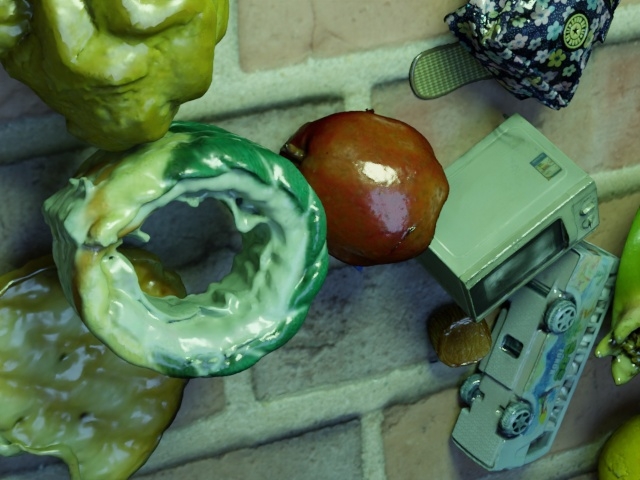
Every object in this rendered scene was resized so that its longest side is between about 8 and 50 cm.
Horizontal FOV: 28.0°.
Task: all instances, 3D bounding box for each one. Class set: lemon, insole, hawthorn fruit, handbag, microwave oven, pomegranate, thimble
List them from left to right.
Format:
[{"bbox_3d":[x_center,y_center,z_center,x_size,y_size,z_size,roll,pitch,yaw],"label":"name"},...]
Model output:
[{"bbox_3d":[-0.143,0.006,1.341,0.288,0.167,0.254,11,97,-27],"label":"thimble"},{"bbox_3d":[0.041,-0.067,1.469,0.202,0.185,0.185,27,98,-23],"label":"hawthorn fruit"},{"bbox_3d":[0.219,-0.025,1.585,0.205,0.163,0.129,-37,147,-7],"label":"microwave oven"},{"bbox_3d":[0.220,-0.235,1.588,0.253,0.005,0.086,-23,120,-16],"label":"insole"},{"bbox_3d":[0.268,-0.279,1.515,0.228,0.126,0.208,32,86,-44],"label":"handbag"},{"bbox_3d":[0.498,0.340,1.891,0.173,0.173,0.206,38,91,-34],"label":"lemon"},{"bbox_3d":[0.508,0.079,1.696,0.358,0.216,0.310,-48,147,-45],"label":"pomegranate"}]

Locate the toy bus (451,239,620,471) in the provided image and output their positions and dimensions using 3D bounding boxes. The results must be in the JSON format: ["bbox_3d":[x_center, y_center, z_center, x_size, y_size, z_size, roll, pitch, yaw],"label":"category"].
[{"bbox_3d":[0.294,0.151,1.744,0.136,0.109,0.330,6,110,-41],"label":"toy bus"}]

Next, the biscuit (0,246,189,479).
[{"bbox_3d":[-0.291,0.163,1.463,0.329,0.078,0.335,-15,118,-24],"label":"biscuit"}]

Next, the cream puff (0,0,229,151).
[{"bbox_3d":[-0.227,-0.247,1.195,0.269,0.274,0.323,2,108,-38],"label":"cream puff"}]

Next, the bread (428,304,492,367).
[{"bbox_3d":[0.183,0.123,1.701,0.085,0.053,0.085,-6,118,-12],"label":"bread"}]

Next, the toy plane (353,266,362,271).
[{"bbox_3d":[0.000,0.000,1.557,0.167,0.054,0.062,25,73,-33],"label":"toy plane"}]
